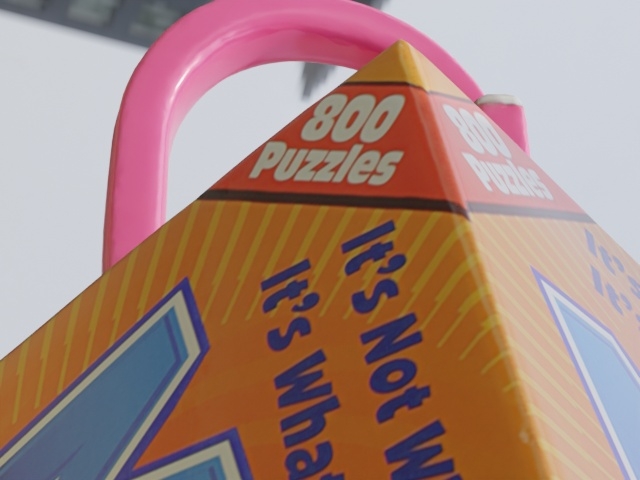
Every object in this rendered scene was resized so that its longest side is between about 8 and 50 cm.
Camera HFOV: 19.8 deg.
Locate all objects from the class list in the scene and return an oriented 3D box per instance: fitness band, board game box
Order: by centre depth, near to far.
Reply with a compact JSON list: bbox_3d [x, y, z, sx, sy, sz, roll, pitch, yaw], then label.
[{"bbox_3d":[0.025,0.251,0.456,0.356,0.356,0.356,-38,-148,19],"label":"board game box"},{"bbox_3d":[0.000,0.000,0.884,0.054,0.209,0.291,105,-13,-58],"label":"fitness band"}]
